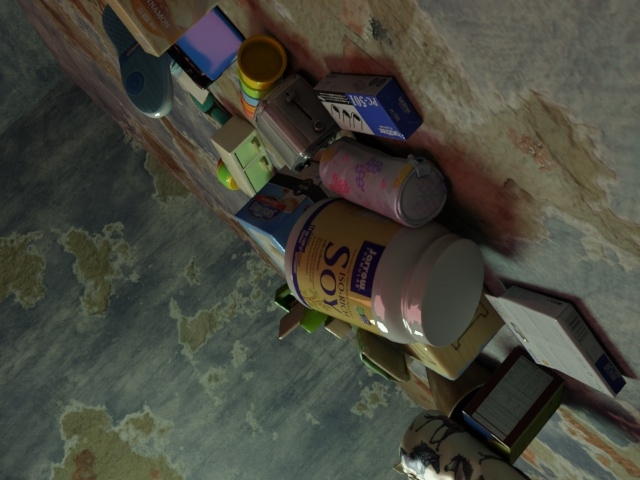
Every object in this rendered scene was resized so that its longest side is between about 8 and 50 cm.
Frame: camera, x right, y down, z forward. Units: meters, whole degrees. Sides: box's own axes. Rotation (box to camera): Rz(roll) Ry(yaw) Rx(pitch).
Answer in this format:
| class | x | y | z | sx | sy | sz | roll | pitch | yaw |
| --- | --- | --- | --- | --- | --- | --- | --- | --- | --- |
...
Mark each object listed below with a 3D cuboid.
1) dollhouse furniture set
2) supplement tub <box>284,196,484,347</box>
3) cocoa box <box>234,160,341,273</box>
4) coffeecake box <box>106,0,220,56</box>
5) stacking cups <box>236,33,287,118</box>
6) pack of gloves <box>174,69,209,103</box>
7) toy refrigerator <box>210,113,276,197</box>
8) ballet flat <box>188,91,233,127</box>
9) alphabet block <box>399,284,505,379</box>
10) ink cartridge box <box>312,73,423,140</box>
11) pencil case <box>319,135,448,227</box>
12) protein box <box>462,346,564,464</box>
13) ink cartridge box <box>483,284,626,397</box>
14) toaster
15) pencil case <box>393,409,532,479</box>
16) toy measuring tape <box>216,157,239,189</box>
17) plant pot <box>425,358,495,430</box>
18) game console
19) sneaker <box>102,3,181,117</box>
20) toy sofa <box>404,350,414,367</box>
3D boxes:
| class | x | y | z | sx | sy | sz | roll | pitch | yaw |
| --- | --- | --- | --- | --- | --- | --- | --- | --- | --- |
| dollhouse furniture set | 0.049 | 0.220 | 1.653 | 0.301 | 0.151 | 0.198 | 38 | -151 | -24 |
| supplement tub | 0.119 | 0.058 | 1.380 | 0.331 | 0.241 | 0.241 | 17 | 153 | 41 |
| cocoa box | 0.000 | 0.000 | 1.802 | 0.347 | 0.228 | 0.231 | 51 | 167 | -30 |
| coffeecake box | -0.277 | -0.448 | 1.280 | 0.068 | 0.185 | 0.142 | 32 | 163 | 48 |
| stacking cups | -0.129 | -0.327 | 1.474 | 0.096 | 0.096 | 0.316 | 45 | 172 | -3 |
| pack of gloves | -0.350 | -0.481 | 1.825 | 0.232 | 0.046 | 0.195 | 46 | 154 | -5 |
| toy refrigerator | -0.208 | -0.228 | 2.037 | 0.094 | 0.102 | 0.269 | 39 | 167 | 26 |
| ballet flat | -0.307 | -0.369 | 2.000 | 0.168 | 0.057 | 0.052 | 47 | 178 | -13 |
| alphabet block | 0.251 | 0.153 | 1.570 | 0.197 | 0.193 | 0.192 | 50 | 166 | -25 |
| ink cartridge box | 0.075 | -0.227 | 1.199 | 0.097 | 0.046 | 0.207 | 49 | 167 | -30 |
| pencil case | 0.108 | -0.114 | 1.320 | 0.273 | 0.113 | 0.124 | 27 | 143 | 54 |
| protein box | 0.456 | 0.395 | 1.689 | 0.136 | 0.201 | 0.200 | 37 | 167 | 29 |
| ink cartridge box | 0.445 | 0.182 | 1.370 | 0.223 | 0.045 | 0.224 | 49 | 168 | -22 |
| toaster | -0.047 | -0.230 | 1.416 | 0.146 | 0.129 | 0.227 | 49 | 171 | -2 |
| pencil case | 0.364 | 0.571 | 1.663 | 0.160 | 0.184 | 0.410 | 31 | 179 | -42 |
| toy measuring tape | -0.261 | -0.195 | 2.310 | 0.121 | 0.121 | 0.330 | 40 | 168 | 21 |
| plant pot | 0.399 | 0.411 | 2.026 | 0.215 | 0.215 | 0.230 | 53 | -179 | -37 |
| game console | -0.290 | -0.497 | 1.556 | 0.293 | 0.173 | 0.250 | 48 | -161 | -14 |
| sneaker | -0.369 | -0.406 | 1.662 | 0.208 | 0.127 | 0.319 | 17 | -131 | -63 |
| toy sofa | 0.217 | 0.222 | 2.039 | 0.177 | 0.150 | 0.363 | 35 | 165 | 43 |
